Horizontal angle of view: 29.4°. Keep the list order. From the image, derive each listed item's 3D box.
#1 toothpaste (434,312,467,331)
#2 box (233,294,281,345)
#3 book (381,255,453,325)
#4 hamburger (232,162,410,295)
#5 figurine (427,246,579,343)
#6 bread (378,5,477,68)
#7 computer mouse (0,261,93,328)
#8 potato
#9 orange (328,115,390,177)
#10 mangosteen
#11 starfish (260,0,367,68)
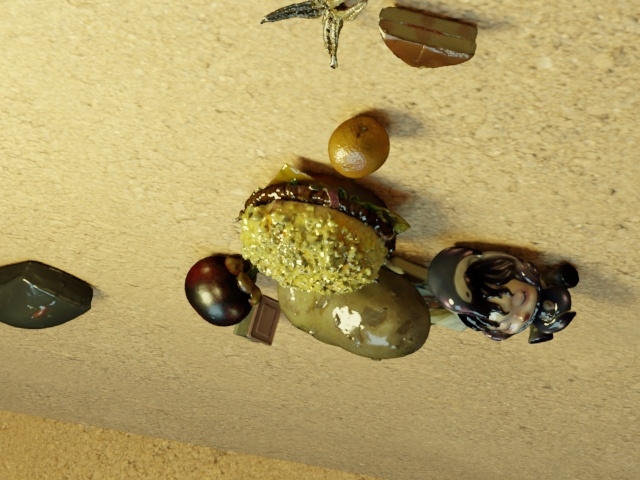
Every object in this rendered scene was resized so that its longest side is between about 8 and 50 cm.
[{"bbox_3d":[0.245,0.121,2.001,0.052,0.033,0.218,17,160,-9],"label":"toothpaste"},{"bbox_3d":[-0.118,0.148,2.276,0.060,0.085,0.063,26,163,-34],"label":"box"},{"bbox_3d":[0.136,0.097,2.077,0.202,0.027,0.264,21,157,-24],"label":"book"},{"bbox_3d":[0.000,0.000,1.751,0.261,0.139,0.243,17,159,-12],"label":"hamburger"},{"bbox_3d":[0.267,0.071,1.830,0.222,0.145,0.145,10,162,-25],"label":"figurine"},{"bbox_3d":[0.107,-0.210,1.291,0.108,0.043,0.062,14,158,-8],"label":"bread"},{"bbox_3d":[-0.587,0.121,2.437,0.170,0.100,0.269,26,155,-36],"label":"computer mouse"},{"bbox_3d":[0.054,0.104,1.922,0.262,0.165,0.165,28,165,23],"label":"potato"},{"bbox_3d":[0.047,-0.117,1.516,0.085,0.085,0.085,11,159,4],"label":"orange"},{"bbox_3d":[-0.160,0.080,2.093,0.140,0.140,0.140,11,159,4],"label":"mangosteen"},{"bbox_3d":[0.002,-0.236,1.282,0.133,0.041,0.130,10,151,23],"label":"starfish"}]
